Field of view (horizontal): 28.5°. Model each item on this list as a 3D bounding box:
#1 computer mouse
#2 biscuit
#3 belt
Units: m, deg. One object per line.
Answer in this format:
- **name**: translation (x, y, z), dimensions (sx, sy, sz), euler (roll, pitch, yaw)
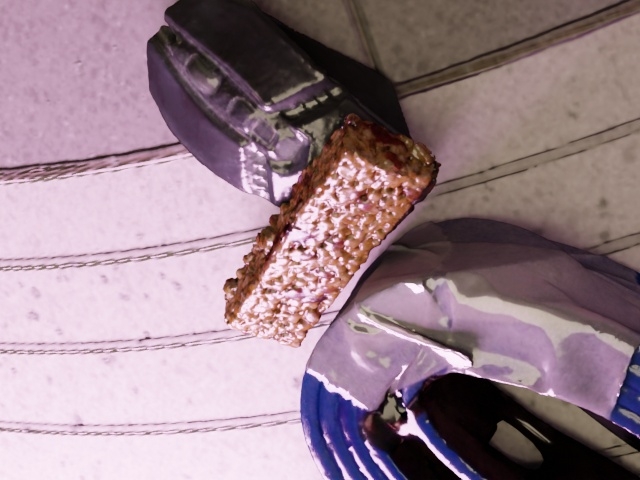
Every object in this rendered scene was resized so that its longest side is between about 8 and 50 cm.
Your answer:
- **computer mouse**: translation (-0.027, -0.075, 0.775), dimensions (0.192, 0.062, 0.106), euler (35, 117, 1)
- **biscuit**: translation (0.000, 0.000, 0.765), dimensions (0.064, 0.034, 0.199), euler (17, 139, -18)
- **belt**: translation (0.158, 0.132, 0.761), dimensions (0.347, 0.117, 0.212), euler (33, 116, 3)
